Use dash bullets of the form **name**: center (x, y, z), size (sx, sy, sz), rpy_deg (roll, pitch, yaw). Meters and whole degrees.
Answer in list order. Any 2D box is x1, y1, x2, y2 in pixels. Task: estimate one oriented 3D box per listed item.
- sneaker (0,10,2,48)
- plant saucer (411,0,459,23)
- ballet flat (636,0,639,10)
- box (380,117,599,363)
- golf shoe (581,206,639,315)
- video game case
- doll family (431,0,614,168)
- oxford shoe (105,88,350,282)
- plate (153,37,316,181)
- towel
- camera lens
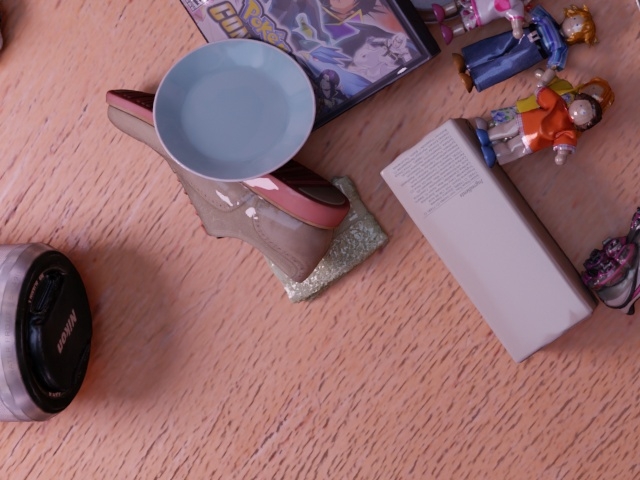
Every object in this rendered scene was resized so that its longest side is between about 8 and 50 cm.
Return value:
- **sneaker**: center (-0.513, -0.265, 1.863), size (0.226, 0.086, 0.163), rpy_deg (-30, 83, 15)
- **plant saucer**: center (0.125, -0.337, 1.691), size (0.168, 0.029, 0.169), rpy_deg (0, 97, 3)
- **ballet flat**: center (0.377, -0.324, 1.611), size (0.073, 0.080, 0.232), rpy_deg (-3, 92, 31)
- **box**: center (0.197, -0.003, 1.677), size (0.113, 0.094, 0.275), rpy_deg (-35, 85, 16)
- **golf shoe**: center (0.386, 0.003, 1.647), size (0.186, 0.067, 0.086), rpy_deg (-44, 114, 10)
- **video game case**: center (-0.031, -0.274, 1.686), size (0.248, 0.035, 0.275), rpy_deg (-29, 98, 35)
- **doll family**: center (0.242, -0.195, 1.648), size (0.163, 0.118, 0.263), rpy_deg (-21, 72, 11)
- **oxford shoe**: center (-0.135, -0.071, 1.744), size (0.348, 0.123, 0.130), rpy_deg (33, 112, 23)
- **plate**: center (-0.099, -0.148, 1.674), size (0.188, 0.024, 0.188), rpy_deg (0, 66, 1)
- **towel**: center (0.000, 0.000, 1.768), size (0.148, 0.027, 0.110), rpy_deg (-35, 85, 16)
- **camera lens**: center (-0.438, 0.115, 1.803), size (0.274, 0.219, 0.219), rpy_deg (-2, 94, 16)
